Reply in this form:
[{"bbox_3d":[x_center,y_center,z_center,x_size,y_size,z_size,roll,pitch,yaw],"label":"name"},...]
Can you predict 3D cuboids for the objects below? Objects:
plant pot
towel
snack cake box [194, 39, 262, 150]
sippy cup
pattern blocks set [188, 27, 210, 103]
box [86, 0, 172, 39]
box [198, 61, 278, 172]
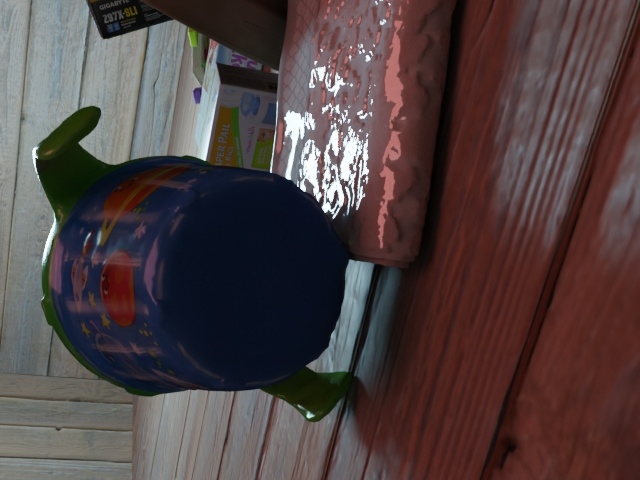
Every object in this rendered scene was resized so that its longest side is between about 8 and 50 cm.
[{"bbox_3d":[-0.106,-0.407,0.894,0.280,0.323,0.323,-60,23,15],"label":"plant pot"},{"bbox_3d":[0.025,-0.150,0.673,0.317,0.053,0.331,-174,91,-67],"label":"towel"},{"bbox_3d":[-0.172,-0.302,1.357,0.152,0.089,0.264,-125,45,-68],"label":"snack cake box"},{"bbox_3d":[-0.100,0.031,0.617,0.224,0.306,0.240,-1,80,58],"label":"sippy cup"},{"bbox_3d":[-0.310,-0.494,1.843,0.285,0.026,0.324,89,-179,-72],"label":"pattern blocks set"},{"bbox_3d":[-0.258,-0.454,1.319,0.257,0.322,0.079,-131,23,-70],"label":"box"},{"bbox_3d":[-0.121,-0.150,1.082,0.103,0.114,0.203,-110,31,-57],"label":"box"}]
